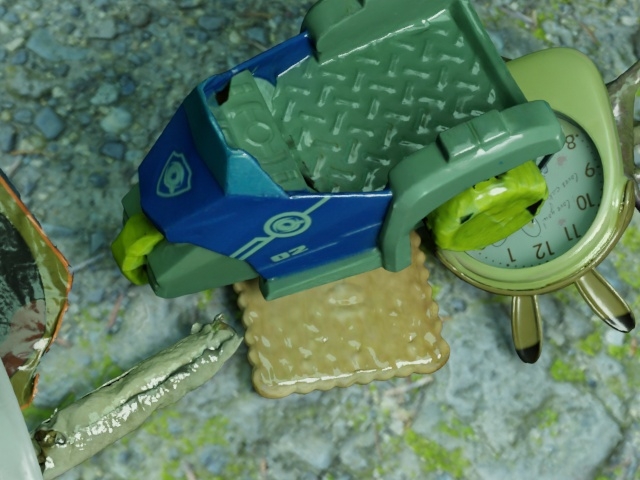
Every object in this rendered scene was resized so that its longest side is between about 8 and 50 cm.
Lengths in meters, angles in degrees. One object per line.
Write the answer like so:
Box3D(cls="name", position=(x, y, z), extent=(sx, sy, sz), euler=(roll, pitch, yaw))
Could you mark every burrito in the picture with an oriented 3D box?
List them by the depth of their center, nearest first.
Box3D(cls="burrito", position=(-0.135, 0.116, 1.131), extent=(0.185, 0.041, 0.045), euler=(-30, 31, -21))

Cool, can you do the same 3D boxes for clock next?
Box3D(cls="clock", position=(0.165, -0.025, 1.204), extent=(0.170, 0.069, 0.232), euler=(-19, 70, 15))

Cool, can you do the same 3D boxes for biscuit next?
Box3D(cls="biscuit", position=(0.000, 0.000, 1.214), extent=(0.160, 0.030, 0.249), euler=(-9, 66, -14))

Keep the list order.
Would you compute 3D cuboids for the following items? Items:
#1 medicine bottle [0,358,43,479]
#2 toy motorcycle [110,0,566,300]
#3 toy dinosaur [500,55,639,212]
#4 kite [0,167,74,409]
Box3D(cls="medicine bottle", position=(-0.300, 0.174, 0.959), extent=(0.232, 0.238, 0.238), euler=(-18, 68, -21))
Box3D(cls="toy motorcycle", position=(-0.004, -0.068, 1.103), extent=(0.326, 0.200, 0.191), euler=(-24, 68, -8))
Box3D(cls="toy dinosaur", position=(0.213, -0.106, 1.285), extent=(0.200, 0.072, 0.251), euler=(-18, 79, -6))
Box3D(cls="kite", position=(-0.355, 0.042, 1.141), extent=(0.328, 0.013, 0.377), euler=(14, 66, -3))
